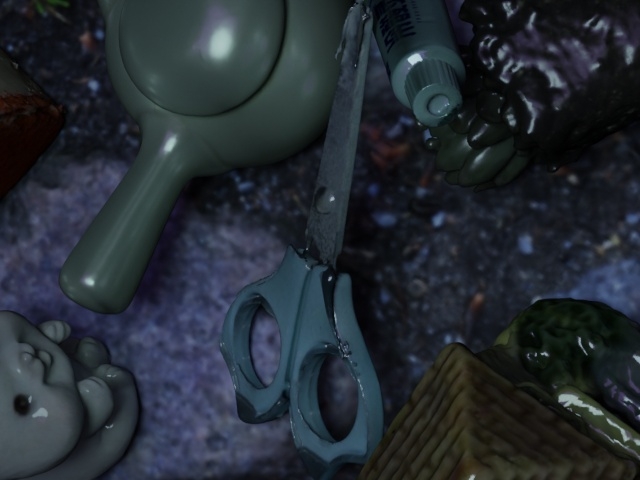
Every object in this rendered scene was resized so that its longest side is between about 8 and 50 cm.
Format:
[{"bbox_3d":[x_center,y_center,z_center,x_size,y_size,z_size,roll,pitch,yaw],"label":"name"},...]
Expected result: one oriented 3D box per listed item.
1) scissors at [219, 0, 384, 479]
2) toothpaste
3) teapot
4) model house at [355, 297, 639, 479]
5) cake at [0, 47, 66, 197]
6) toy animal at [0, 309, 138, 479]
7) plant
[{"bbox_3d":[-0.001,0.000,0.972,0.191,0.029,0.360,34,124,44],"label":"scissors"},{"bbox_3d":[0.060,-0.165,0.951,0.075,0.297,0.048,-36,120,17],"label":"toothpaste"},{"bbox_3d":[-0.083,-0.104,1.034,0.220,0.149,0.318,-4,83,20],"label":"teapot"},{"bbox_3d":[0.174,0.194,0.863,0.321,0.266,0.261,35,102,18],"label":"model house"},{"bbox_3d":[-0.343,-0.075,1.178,0.158,0.160,0.262,46,135,16],"label":"cake"},{"bbox_3d":[-0.245,0.145,1.057,0.178,0.193,0.127,-45,72,20],"label":"toy animal"},{"bbox_3d":[0.155,-0.119,0.961,0.194,0.132,0.129,-24,77,11],"label":"plant"}]
